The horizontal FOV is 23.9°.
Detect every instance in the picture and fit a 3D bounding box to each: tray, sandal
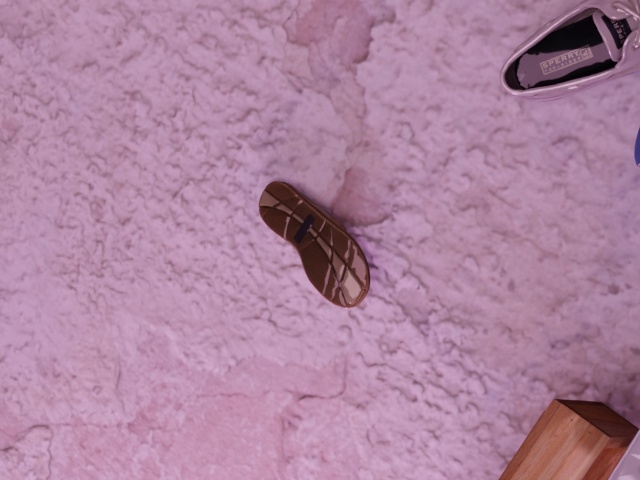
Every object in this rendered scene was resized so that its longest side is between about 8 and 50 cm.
[{"bbox_3d":[0.175,0.349,1.548,0.076,0.203,0.411,35,97,23],"label":"tray"},{"bbox_3d":[0.000,0.000,1.710,0.180,0.049,0.072,47,112,26],"label":"sandal"}]

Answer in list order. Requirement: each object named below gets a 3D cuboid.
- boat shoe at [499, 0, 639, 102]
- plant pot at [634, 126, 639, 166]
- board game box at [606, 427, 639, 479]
[{"bbox_3d":[0.298,-0.210,1.492,0.267,0.088,0.096,-19,92,28],"label":"boat shoe"},{"bbox_3d":[0.434,-0.069,1.382,0.236,0.236,0.212,-34,80,29],"label":"plant pot"},{"bbox_3d":[0.444,0.342,1.479,0.390,0.050,0.390,31,98,6],"label":"board game box"}]
